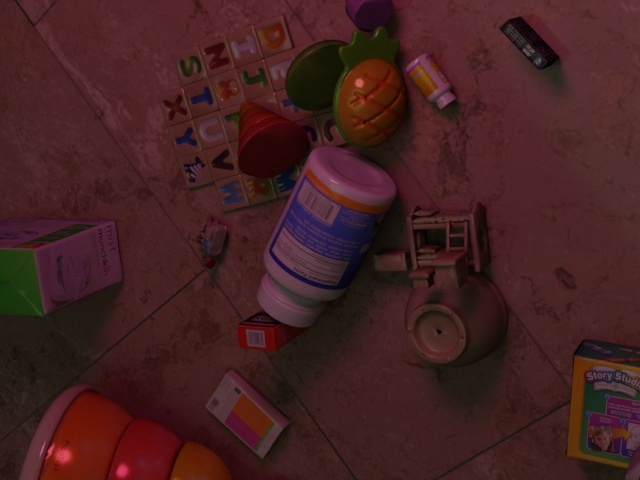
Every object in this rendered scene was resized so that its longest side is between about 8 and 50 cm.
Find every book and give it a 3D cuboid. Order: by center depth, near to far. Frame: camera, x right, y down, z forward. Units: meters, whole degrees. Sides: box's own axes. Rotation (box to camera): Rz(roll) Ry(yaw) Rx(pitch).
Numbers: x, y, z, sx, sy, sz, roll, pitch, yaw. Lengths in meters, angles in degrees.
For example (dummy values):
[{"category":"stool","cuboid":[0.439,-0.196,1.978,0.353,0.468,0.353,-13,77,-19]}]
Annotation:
[{"category":"book","cuboid":[-0.133,0.314,1.958,0.144,0.035,0.096,41,122,12]}]

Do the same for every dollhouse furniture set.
[{"category":"dollhouse furniture set","cuboid":[0.144,0.007,1.651,0.182,0.161,0.101,-2,103,27]}]

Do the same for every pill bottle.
[{"category":"pill bottle","cuboid":[0.168,-0.238,1.637,0.043,0.043,0.083,-39,85,30]},{"category":"pill bottle","cuboid":[0.000,0.000,1.730,0.152,0.152,0.272,34,118,15]}]

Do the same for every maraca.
[{"category":"maraca","cuboid":[0.075,-0.230,1.646,0.099,0.127,0.186,30,128,52]}]

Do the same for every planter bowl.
[{"category":"planter bowl","cuboid":[0.197,0.128,1.688,0.162,0.109,0.162,7,107,25]}]

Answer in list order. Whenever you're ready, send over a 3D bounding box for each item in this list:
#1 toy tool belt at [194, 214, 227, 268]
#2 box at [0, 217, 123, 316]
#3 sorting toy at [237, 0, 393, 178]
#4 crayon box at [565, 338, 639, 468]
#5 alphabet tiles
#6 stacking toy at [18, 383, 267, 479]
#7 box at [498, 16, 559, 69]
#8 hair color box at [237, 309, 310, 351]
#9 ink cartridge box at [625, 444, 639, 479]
[{"category":"toy tool belt","cuboid":[-0.193,0.002,1.896,0.051,0.052,0.083,41,120,48]},{"category":"box","cuboid":[-0.533,0.045,1.973,0.262,0.231,0.127,2,105,27]},{"category":"sorting toy","cuboid":[-0.031,-0.270,1.705,0.365,0.127,0.126,-52,49,26]},{"category":"crayon box","cuboid":[0.505,0.252,1.579,0.278,0.081,0.165,9,108,25]},{"category":"alphabet tiles","cuboid":[-0.113,-0.205,1.811,0.342,0.011,0.285,-13,97,30]},{"category":"stacking toy","cuboid":[-0.276,0.470,1.957,0.480,0.350,0.351,11,110,8]},{"category":"box","cuboid":[0.297,-0.281,1.544,0.083,0.067,0.018,48,120,7]},{"category":"hair color box","cuboid":[-0.072,0.140,1.812,0.072,0.141,0.043,2,105,27]},{"category":"ink cartridge box","cuboid":[0.546,0.330,1.482,0.208,0.087,0.153,40,118,12]}]
